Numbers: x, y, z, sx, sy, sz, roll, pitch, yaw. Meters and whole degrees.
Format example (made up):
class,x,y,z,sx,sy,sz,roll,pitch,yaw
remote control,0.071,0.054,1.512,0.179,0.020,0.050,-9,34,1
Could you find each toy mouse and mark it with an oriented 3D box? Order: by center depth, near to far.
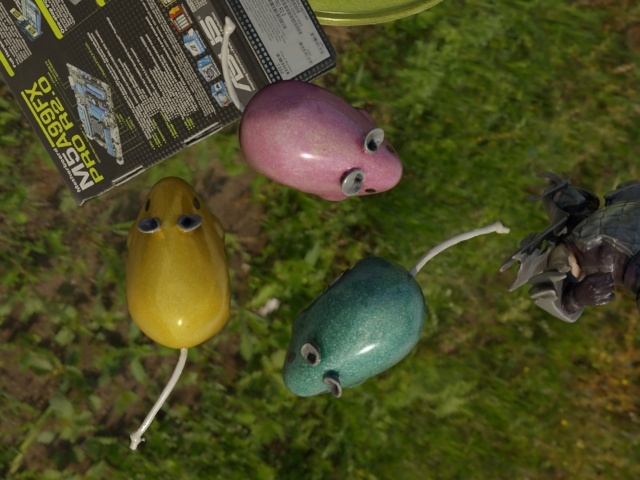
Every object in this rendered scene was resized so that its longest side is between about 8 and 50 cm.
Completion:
class,x,y,z,sx,sy,sz,roll,pitch,yaw
toy mouse,0.000,0.000,0.420,0.143,0.031,0.161,0,95,-2

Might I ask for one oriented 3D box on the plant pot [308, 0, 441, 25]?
class,x,y,z,sx,sy,sz,roll,pitch,yaw
plant pot,0.032,-0.436,0.993,0.366,0.366,0.353,-46,171,-20

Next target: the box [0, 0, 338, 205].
class,x,y,z,sx,sy,sz,roll,pitch,yaw
box,-0.137,-0.175,0.680,0.060,0.216,0.270,-36,100,-42

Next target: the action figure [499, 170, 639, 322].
class,x,y,z,sx,sy,sz,roll,pitch,yaw
action figure,0.255,0.032,0.831,0.185,0.285,0.099,-33,145,-16
